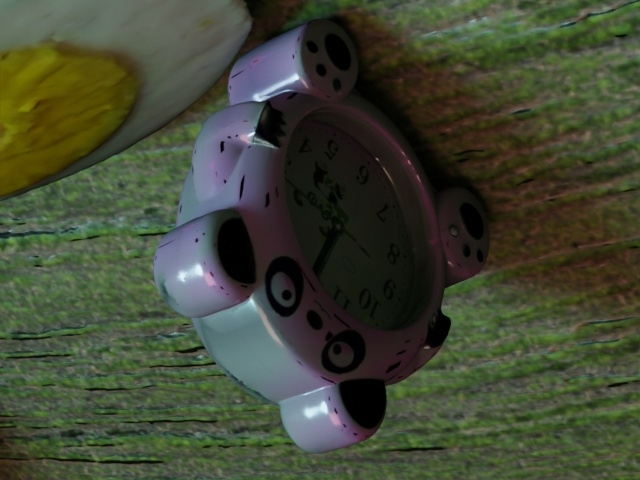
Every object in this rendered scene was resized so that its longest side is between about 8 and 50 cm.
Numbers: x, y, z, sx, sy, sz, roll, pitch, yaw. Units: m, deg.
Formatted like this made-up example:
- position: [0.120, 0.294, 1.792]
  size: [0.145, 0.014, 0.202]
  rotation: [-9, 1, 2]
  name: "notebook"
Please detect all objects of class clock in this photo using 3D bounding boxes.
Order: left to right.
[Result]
- position: [0.000, 0.000, 1.194]
  size: [0.090, 0.248, 0.227]
  rotation: [-22, 118, 38]
  name: "clock"

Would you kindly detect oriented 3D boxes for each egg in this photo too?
- position: [-0.223, -0.162, 1.155]
  size: [0.337, 0.337, 0.201]
  rotation: [-33, 76, 39]
  name: "egg"
